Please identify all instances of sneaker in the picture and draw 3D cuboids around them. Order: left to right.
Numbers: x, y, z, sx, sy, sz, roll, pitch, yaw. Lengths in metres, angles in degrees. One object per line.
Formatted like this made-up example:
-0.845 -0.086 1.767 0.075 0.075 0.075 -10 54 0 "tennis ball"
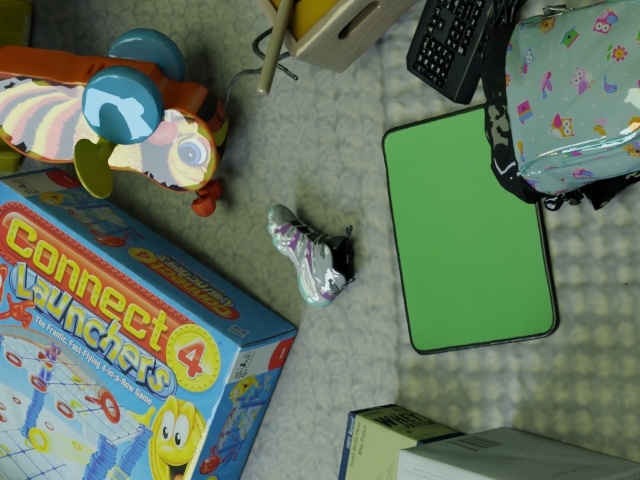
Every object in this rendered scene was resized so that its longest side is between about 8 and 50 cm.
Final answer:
0.000 0.000 1.582 0.069 0.038 0.098 -38 77 37 "sneaker"

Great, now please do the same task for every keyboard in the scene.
0.121 -0.201 1.451 0.100 0.038 0.192 36 117 36 "keyboard"

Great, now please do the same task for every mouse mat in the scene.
0.116 -0.009 1.491 0.152 0.007 0.189 -12 84 43 "mouse mat"

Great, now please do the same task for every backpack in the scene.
0.204 -0.104 1.326 0.182 0.115 0.152 -11 83 41 "backpack"

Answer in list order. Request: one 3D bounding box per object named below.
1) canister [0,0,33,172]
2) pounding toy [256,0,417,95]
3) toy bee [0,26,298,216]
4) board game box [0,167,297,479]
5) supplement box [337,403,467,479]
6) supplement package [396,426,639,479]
-0.346 -0.156 1.837 0.073 0.126 0.170 15 101 42 "canister"
-0.005 -0.200 1.506 0.141 0.100 0.130 -42 64 22 "pounding toy"
-0.149 -0.091 1.633 0.298 0.195 0.162 11 125 32 "toy bee"
-0.206 0.138 1.715 0.308 0.086 0.302 32 115 26 "board game box"
0.064 0.186 1.518 0.083 0.056 0.083 19 106 41 "supplement box"
0.138 0.279 1.398 0.134 0.139 0.244 12 101 41 "supplement package"
